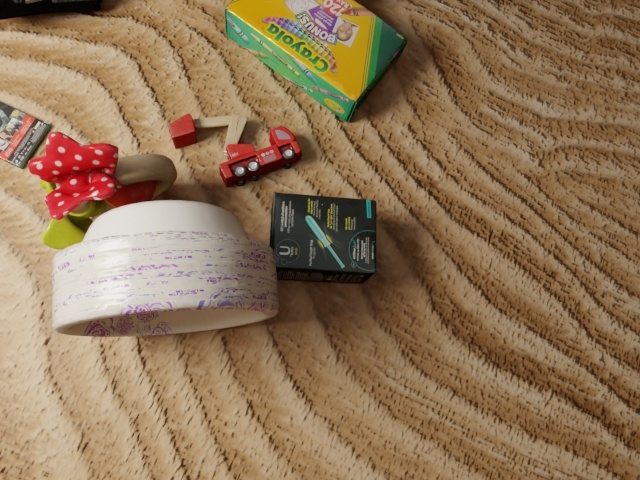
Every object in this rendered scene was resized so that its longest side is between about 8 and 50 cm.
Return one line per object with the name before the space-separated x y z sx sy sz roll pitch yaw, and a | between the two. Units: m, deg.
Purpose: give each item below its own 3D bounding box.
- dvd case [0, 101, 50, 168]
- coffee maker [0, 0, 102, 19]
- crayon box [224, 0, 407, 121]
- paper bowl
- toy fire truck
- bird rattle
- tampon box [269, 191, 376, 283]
dvd case | -0.517 -0.178 0.872 0.120 0.013 0.087 25 74 -2
coffee maker | -0.467 -0.432 0.886 0.178 0.171 0.120 -22 102 -34
crayon box | -0.010 -0.362 0.955 0.279 0.081 0.165 36 74 2
paper bowl | -0.202 0.042 0.720 0.285 0.284 0.147 -5 75 -9
toy fire truck | -0.142 -0.164 0.904 0.192 0.047 0.135 -23 79 -14
bird rattle | -0.309 -0.084 0.770 0.207 0.253 0.143 -22 79 -37
tampon box | 0.000 0.000 0.853 0.161 0.101 0.120 4 75 -6
